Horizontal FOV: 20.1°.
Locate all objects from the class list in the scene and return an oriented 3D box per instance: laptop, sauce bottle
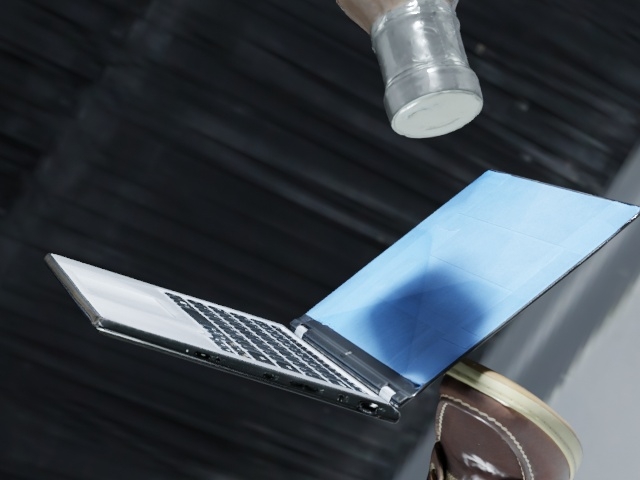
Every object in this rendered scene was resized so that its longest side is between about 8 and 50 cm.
[{"bbox_3d":[0.000,0.000,1.610,0.382,0.408,0.236,-155,84,-74],"label":"laptop"},{"bbox_3d":[0.048,-0.241,1.372,0.111,0.111,0.344,-31,62,38],"label":"sauce bottle"}]

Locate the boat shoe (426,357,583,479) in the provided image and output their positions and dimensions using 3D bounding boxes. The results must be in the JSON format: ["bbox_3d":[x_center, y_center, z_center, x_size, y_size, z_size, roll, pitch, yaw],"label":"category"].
[{"bbox_3d":[0.153,0.220,1.605,0.123,0.342,0.123,27,70,23],"label":"boat shoe"}]
